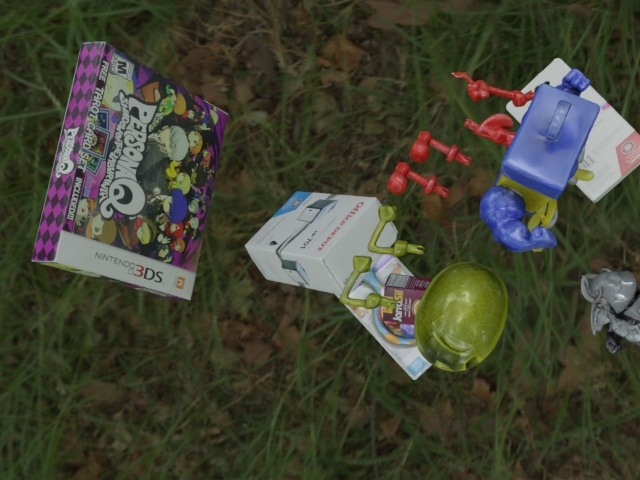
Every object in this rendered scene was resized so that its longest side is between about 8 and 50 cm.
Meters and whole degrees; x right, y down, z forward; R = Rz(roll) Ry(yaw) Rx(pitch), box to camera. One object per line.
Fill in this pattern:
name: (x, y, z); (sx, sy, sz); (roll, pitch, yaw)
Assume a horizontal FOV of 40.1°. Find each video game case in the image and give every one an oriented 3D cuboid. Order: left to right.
video game case: (-0.197, -0.066, 0.951); (0.042, 0.210, 0.232); (4, 78, 32)

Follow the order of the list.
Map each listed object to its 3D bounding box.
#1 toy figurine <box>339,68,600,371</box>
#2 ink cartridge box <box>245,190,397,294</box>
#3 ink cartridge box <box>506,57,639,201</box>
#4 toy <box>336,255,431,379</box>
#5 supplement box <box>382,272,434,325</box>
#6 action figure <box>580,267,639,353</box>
toy figurine: (0.180, -0.069, 0.895); (0.191, 0.217, 0.362); (30, 68, 4)
ink cartridge box: (0.000, 0.000, 1.344); (0.191, 0.139, 0.082); (6, 137, 50)
ink cartridge box: (0.390, -0.167, 1.330); (0.115, 0.067, 0.198); (-43, 77, 15)
toy: (0.139, 0.116, 1.584); (0.137, 0.056, 0.237); (-40, 75, -15)
supplement box: (0.127, 0.080, 1.161); (0.083, 0.043, 0.054); (6, 113, 14)
action figure: (0.382, 0.120, 0.947); (0.285, 0.185, 0.099); (36, 102, -17)
